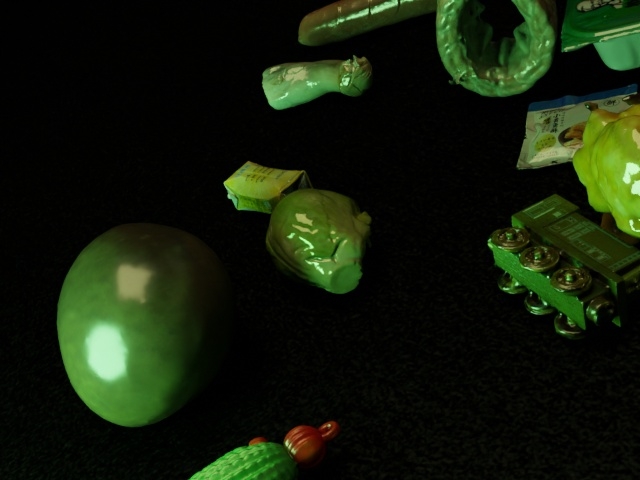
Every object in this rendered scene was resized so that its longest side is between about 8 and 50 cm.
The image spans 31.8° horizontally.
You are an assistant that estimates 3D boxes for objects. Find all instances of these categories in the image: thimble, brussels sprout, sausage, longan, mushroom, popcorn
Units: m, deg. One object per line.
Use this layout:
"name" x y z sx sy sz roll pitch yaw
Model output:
"thimble" 0.285 -0.356 1.816 0.195 0.229 0.148 0 40 8
"brussels sprout" -0.008 -0.002 1.630 0.145 0.131 0.183 16 27 -13
"sausage" 0.145 -0.467 2.215 0.433 0.088 0.088 -13 35 21
"longan" -0.245 0.111 1.555 0.300 0.243 0.300 -57 13 21
"mushroom" -0.002 -0.299 2.094 0.223 0.081 0.092 -3 21 31
"popcorn" 0.425 -0.083 1.373 0.190 0.191 0.253 -17 21 -10

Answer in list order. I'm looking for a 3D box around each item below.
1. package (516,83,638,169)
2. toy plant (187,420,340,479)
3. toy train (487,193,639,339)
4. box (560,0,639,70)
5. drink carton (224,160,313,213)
"package" 0.382 -0.168 1.669 0.171 0.027 0.173 -10 40 26
"toy plant" -0.095 0.289 1.327 0.240 0.088 0.154 -41 19 -33
"toy train" 0.308 0.031 1.390 0.137 0.090 0.225 -25 35 -17
"box" 0.555 -0.361 1.740 0.336 0.106 0.264 -11 35 26
"drink carton" -0.100 -0.087 1.872 0.200 0.075 0.084 13 50 44
